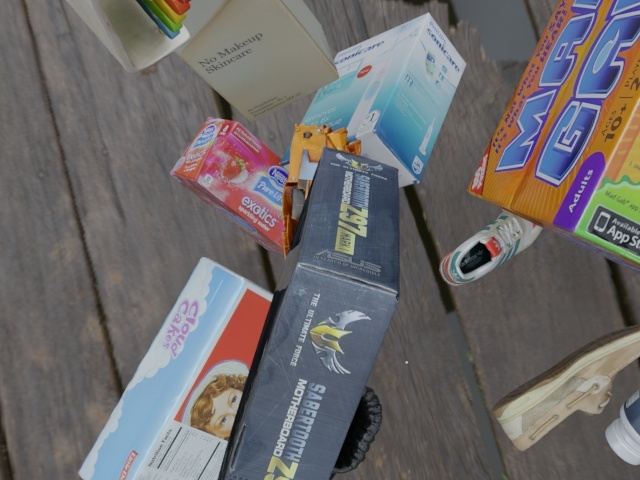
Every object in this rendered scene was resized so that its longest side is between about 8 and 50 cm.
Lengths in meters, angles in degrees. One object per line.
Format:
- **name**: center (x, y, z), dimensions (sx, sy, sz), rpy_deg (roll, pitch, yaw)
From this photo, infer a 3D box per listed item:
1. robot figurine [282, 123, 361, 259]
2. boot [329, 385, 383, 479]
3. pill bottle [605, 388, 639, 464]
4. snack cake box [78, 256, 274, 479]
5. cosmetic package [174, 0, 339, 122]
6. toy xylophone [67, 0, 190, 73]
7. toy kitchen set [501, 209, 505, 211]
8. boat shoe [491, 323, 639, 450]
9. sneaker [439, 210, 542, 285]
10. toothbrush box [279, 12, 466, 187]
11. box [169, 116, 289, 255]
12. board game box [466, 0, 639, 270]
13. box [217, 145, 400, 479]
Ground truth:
- **robot figurine**: center (0.000, 0.000, 1.203), dimensions (0.085, 0.211, 0.291), rpy_deg (2, 89, 13)
- **boot**: center (0.014, 0.375, 1.722), dimensions (0.131, 0.260, 0.348), rpy_deg (-13, 115, -20)
- **pill bottle**: center (0.574, 0.296, 1.540), dimensions (0.108, 0.108, 0.180), rpy_deg (41, 122, 9)
- **snack cake box**: center (-0.120, 0.170, 0.976), dimensions (0.089, 0.152, 0.264), rpy_deg (23, 82, 48)
- **cosmetic package**: center (-0.111, -0.298, 1.234), dimensions (0.160, 0.309, 0.113), rpy_deg (-25, 65, 15)
- **toy xylophone**: center (-0.209, -0.265, 0.799), dimensions (0.081, 0.322, 0.236), rpy_deg (-41, 97, -6)
- **toy kitchen set**: center (0.377, -0.024, 1.794), dimensions (0.083, 0.075, 0.068), rpy_deg (41, 54, -4)
- **boat shoe**: center (0.497, 0.277, 1.733), dimensions (0.341, 0.121, 0.110), rpy_deg (-34, 83, 12)
- **sneaker**: center (0.225, 0.004, 1.145), dimensions (0.161, 0.075, 0.057), rpy_deg (-34, 91, -3)
- **toothbrush box**: center (0.093, -0.216, 1.533), dimensions (0.126, 0.216, 0.295), rpy_deg (47, 51, -28)
- **box**: center (-0.118, -0.090, 1.603), dimensions (0.257, 0.122, 0.128), rpy_deg (40, 78, -33)
- **board game box**: center (0.431, -0.121, 0.975), dimensions (0.356, 0.356, 0.356), rpy_deg (24, 96, -9)
- **box**: center (-0.012, 0.080, 0.560), dimensions (0.059, 0.183, 0.233), rpy_deg (17, 113, -4)
